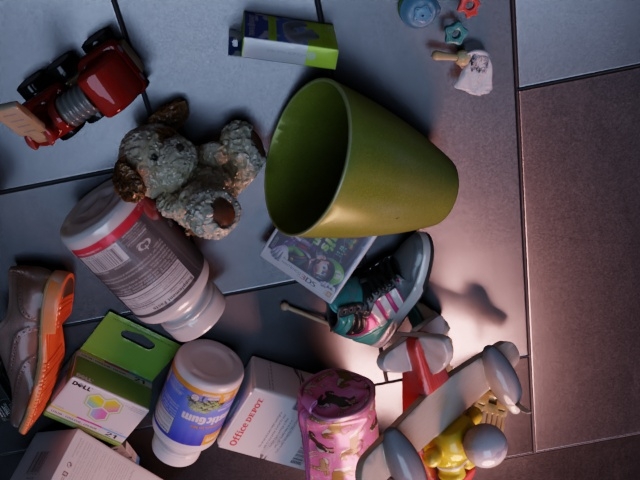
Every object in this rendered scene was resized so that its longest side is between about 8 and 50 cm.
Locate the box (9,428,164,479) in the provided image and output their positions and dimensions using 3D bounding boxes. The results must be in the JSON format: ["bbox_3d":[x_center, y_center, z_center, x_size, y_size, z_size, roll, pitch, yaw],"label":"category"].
[{"bbox_3d":[-0.495,0.583,1.868,0.345,0.168,0.215,41,143,-27],"label":"box"}]

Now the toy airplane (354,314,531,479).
[{"bbox_3d":[0.257,0.348,1.667,0.384,0.272,0.386,31,84,-49],"label":"toy airplane"}]

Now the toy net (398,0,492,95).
[{"bbox_3d":[0.241,-0.356,1.446,0.122,0.045,0.232,-36,121,15],"label":"toy net"}]

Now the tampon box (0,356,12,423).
[{"bbox_3d":[-0.723,0.321,1.759,0.161,0.101,0.120,-13,124,4],"label":"tampon box"}]

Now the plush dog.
[{"bbox_3d":[-0.251,-0.118,1.465,0.225,0.262,0.210,37,137,-19],"label":"plush dog"}]

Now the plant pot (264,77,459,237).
[{"bbox_3d":[0.094,-0.118,1.479,0.293,0.275,0.274,11,123,-31],"label":"plant pot"}]

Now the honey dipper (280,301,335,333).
[{"bbox_3d":[-0.011,0.165,1.774,0.161,0.030,0.030,24,118,-15],"label":"honey dipper"}]

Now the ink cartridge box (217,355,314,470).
[{"bbox_3d":[-0.070,0.397,1.866,0.273,0.114,0.198,21,119,-19],"label":"ink cartridge box"}]

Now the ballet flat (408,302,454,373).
[{"bbox_3d":[0.248,0.214,1.810,0.086,0.086,0.248,-13,125,3],"label":"ballet flat"}]

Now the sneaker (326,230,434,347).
[{"bbox_3d":[0.095,0.091,1.684,0.178,0.124,0.295,11,123,-24],"label":"sneaker"}]

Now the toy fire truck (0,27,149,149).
[{"bbox_3d":[-0.410,-0.228,1.340,0.217,0.246,0.158,-28,122,13],"label":"toy fire truck"}]

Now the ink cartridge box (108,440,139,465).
[{"bbox_3d":[-0.466,0.502,1.949,0.048,0.028,0.083,-19,123,7],"label":"ink cartridge box"}]

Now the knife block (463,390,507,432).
[{"bbox_3d":[0.332,0.427,1.959,0.088,0.242,0.275,19,75,-18],"label":"knife block"}]

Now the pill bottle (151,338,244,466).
[{"bbox_3d":[-0.276,0.360,1.800,0.152,0.152,0.272,15,120,-15],"label":"pill bottle"}]

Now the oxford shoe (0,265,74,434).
[{"bbox_3d":[-0.596,0.218,1.681,0.133,0.130,0.363,14,103,-3],"label":"oxford shoe"}]

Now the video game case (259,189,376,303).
[{"bbox_3d":[0.000,0.000,1.608,0.173,0.022,0.190,34,106,3],"label":"video game case"}]

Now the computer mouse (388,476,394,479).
[{"bbox_3d":[0.187,0.545,2.005,0.262,0.184,0.060,18,84,20],"label":"computer mouse"}]

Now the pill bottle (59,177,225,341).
[{"bbox_3d":[-0.323,0.045,1.572,0.176,0.176,0.318,-29,122,13],"label":"pill bottle"}]

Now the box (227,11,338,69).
[{"bbox_3d":[-0.063,-0.335,1.387,0.178,0.109,0.042,6,126,-10],"label":"box"}]

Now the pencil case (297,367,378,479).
[{"bbox_3d":[0.038,0.449,1.754,0.160,0.167,0.386,12,125,21],"label":"pencil case"}]

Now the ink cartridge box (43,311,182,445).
[{"bbox_3d":[-0.443,0.298,1.776,0.189,0.097,0.255,30,116,-23],"label":"ink cartridge box"}]
